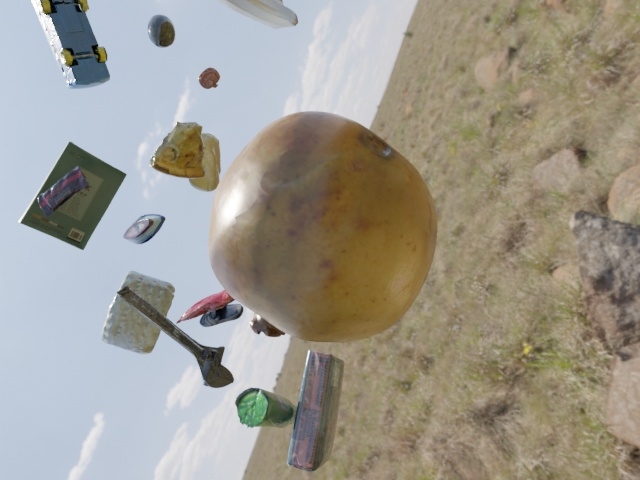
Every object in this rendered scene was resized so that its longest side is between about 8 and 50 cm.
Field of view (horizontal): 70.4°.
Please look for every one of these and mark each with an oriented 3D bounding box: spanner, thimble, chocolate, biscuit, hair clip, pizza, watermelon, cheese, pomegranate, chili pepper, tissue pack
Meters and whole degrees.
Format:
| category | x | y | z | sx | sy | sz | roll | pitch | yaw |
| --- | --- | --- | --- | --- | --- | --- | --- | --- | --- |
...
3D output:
| category | x | y | z | sx | sy | sz | roll | pitch | yaw |
| --- | --- | --- | --- | --- | --- | --- | --- | --- | --- |
| spanner | -0.319 | 0.214 | 1.012 | 0.093 | 0.325 | 0.026 | -53 | 6 | -33 |
| thimble | -0.668 | 0.269 | 1.659 | 0.292 | 0.195 | 0.292 | -55 | 21 | 33 |
| chocolate | -0.135 | 0.506 | 1.348 | 0.291 | 0.110 | 0.110 | 48 | -122 | -58 |
| biscuit | -0.443 | -0.646 | 1.816 | 0.091 | 0.078 | 0.015 | -37 | 13 | 20 |
| hair clip | -0.147 | -0.499 | 0.882 | 0.113 | 0.172 | 0.282 | -43 | 42 | 44 |
| pizza | -0.453 | -0.289 | 1.479 | 0.204 | 0.080 | 0.188 | -15 | -61 | -52 |
| watermelon | -0.442 | -0.583 | 1.259 | 0.078 | 0.078 | 0.111 | 107 | 153 | -43 |
| cheese | -0.449 | -0.310 | 1.780 | 0.214 | 0.117 | 0.226 | -95 | 11 | -63 |
| pomegranate | 0.002 | -0.017 | 0.571 | 0.307 | 0.307 | 0.308 | 19 | -90 | -88 |
| chocolate | -0.818 | -0.156 | 1.432 | 0.182 | 0.086 | 0.028 | -33 | -13 | 4 |
| chili pepper | -0.222 | 0.127 | 0.915 | 0.178 | 0.027 | 0.045 | -26 | 18 | 16 |
| tissue pack | -0.004 | 0.501 | 1.356 | 0.228 | 0.103 | 0.316 | 56 | -138 | -67 |

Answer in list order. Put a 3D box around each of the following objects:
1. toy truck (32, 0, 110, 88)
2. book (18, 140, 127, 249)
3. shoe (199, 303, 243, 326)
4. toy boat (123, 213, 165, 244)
| category | x | y | z | sx | sy | sz | roll | pitch | yaw |
| --- | --- | --- | --- | --- | --- | --- | --- | --- | --- |
| toy truck | -0.914 | -0.751 | 1.664 | 0.161 | 0.385 | 0.162 | -27 | 12 | -37 |
| book | -1.008 | -0.180 | 1.872 | 0.264 | 0.031 | 0.380 | 36 | -105 | -41 |
| shoe | -0.335 | 0.234 | 1.486 | 0.049 | 0.179 | 0.071 | 50 | -143 | -38 |
| toy boat | -0.534 | -0.037 | 1.365 | 0.228 | 0.045 | 0.080 | -16 | 86 | 46 |
